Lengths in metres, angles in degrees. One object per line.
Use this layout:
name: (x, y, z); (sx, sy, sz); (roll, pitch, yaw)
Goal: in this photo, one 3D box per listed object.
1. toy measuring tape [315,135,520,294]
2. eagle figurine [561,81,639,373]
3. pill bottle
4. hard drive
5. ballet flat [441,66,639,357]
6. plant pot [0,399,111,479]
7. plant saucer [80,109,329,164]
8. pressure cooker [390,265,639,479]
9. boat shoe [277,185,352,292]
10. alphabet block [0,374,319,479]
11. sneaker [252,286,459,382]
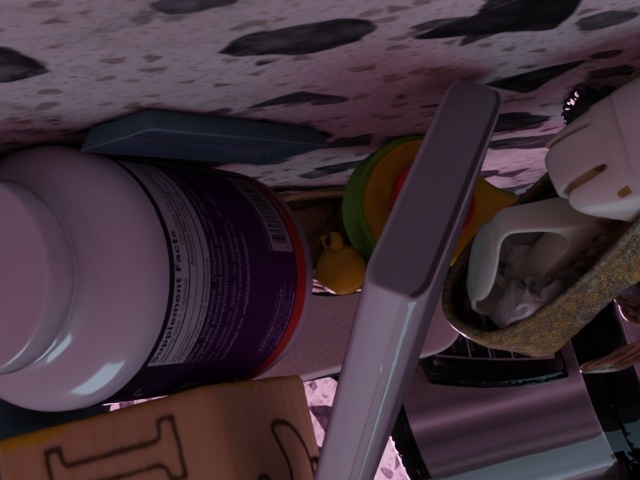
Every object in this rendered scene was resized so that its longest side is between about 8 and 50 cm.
toy measuring tape: (0.128, -0.057, 1.060); (0.330, 0.121, 0.121); (-30, -178, -19)
eagle figurine: (0.326, -0.037, 1.001); (0.225, 0.298, 0.226); (22, -134, 37)
pill bottle: (-0.148, 0.028, 0.919); (0.181, 0.181, 0.323); (-11, 174, 26)
hard drive: (0.050, 0.066, 0.875); (0.040, 0.203, 0.307); (20, 137, 7)
ballet flat: (0.184, -0.024, 0.857); (0.123, 0.123, 0.348); (-5, 151, -27)
plant pot: (-0.331, 0.092, 1.009); (0.271, 0.272, 0.255); (-9, 162, 5)
plant saucer: (-0.076, -0.071, 0.875); (0.067, 0.018, 0.192); (-12, 172, 36)
pressure cooker: (0.320, 0.164, 1.717); (0.420, 0.370, 0.375); (-18, -171, 21)
boat shoe: (0.000, 0.000, 1.244); (0.285, 0.105, 0.089); (-4, 176, -32)
alphabet block: (-0.108, 0.222, 0.972); (0.193, 0.197, 0.192); (-16, 172, 16)
sneaker: (-0.015, 0.105, 1.260); (0.295, 0.104, 0.147); (-4, 162, -5)
